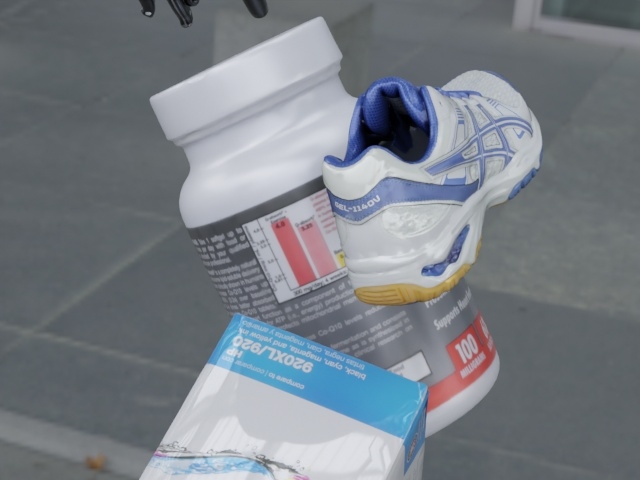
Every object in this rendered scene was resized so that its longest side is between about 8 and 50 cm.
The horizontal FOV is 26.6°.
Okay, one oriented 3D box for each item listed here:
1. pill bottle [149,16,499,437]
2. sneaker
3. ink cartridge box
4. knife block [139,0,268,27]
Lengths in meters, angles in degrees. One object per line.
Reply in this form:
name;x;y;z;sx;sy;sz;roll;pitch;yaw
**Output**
pill bottle;0.000;0.000;1.219;0.210;0.362;0.210;-24;9;4
sneaker;0.090;-0.079;1.025;0.112;0.131;0.296;-9;27;26
ink cartridge box;-0.039;0.214;1.029;0.168;0.171;0.232;20;58;14
knife block;-0.100;-0.292;1.202;0.242;0.088;0.276;10;-24;-32
